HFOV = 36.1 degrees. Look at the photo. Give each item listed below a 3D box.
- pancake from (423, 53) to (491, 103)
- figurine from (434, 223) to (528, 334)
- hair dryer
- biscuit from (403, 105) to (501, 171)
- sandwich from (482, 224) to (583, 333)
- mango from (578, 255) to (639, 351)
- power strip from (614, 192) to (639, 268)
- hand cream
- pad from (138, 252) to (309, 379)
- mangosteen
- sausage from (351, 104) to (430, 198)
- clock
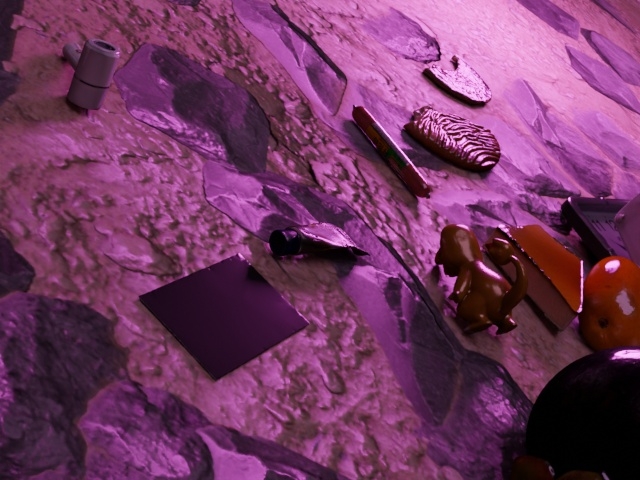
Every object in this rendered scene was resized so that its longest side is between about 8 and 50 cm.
[{"bbox_3d":[0.279,-0.342,2.039,0.190,0.020,0.184,12,40,-36],"label":"pancake"},{"bbox_3d":[0.228,0.039,1.391,0.121,0.122,0.176,2,46,-39],"label":"figurine"},{"bbox_3d":[-0.309,-0.235,1.287,0.047,0.082,0.137,10,25,-35],"label":"hair dryer"},{"bbox_3d":[0.254,-0.194,1.807,0.176,0.031,0.228,44,33,9],"label":"biscuit"},{"bbox_3d":[0.371,0.055,1.568,0.162,0.058,0.193,-3,46,-47],"label":"sandwich"},{"bbox_3d":[0.484,0.099,1.579,0.141,0.102,0.217,42,34,-3],"label":"mango"},{"bbox_3d":[0.596,0.070,1.647,0.062,0.091,0.385,23,37,-26],"label":"power strip"},{"bbox_3d":[0.000,0.000,1.306,0.163,0.039,0.062,-2,32,-48],"label":"hand cream"},{"bbox_3d":[-0.105,0.081,1.128,0.127,0.004,0.190,45,32,13],"label":"pad"},{"bbox_3d":[0.346,0.265,1.113,0.302,0.275,0.275,-38,74,-25],"label":"mangosteen"},{"bbox_3d":[0.115,-0.148,1.614,0.029,0.029,0.223,-5,50,-47],"label":"sausage"},{"bbox_3d":[0.588,0.034,1.812,0.273,0.049,0.279,1,47,-44],"label":"clock"}]
